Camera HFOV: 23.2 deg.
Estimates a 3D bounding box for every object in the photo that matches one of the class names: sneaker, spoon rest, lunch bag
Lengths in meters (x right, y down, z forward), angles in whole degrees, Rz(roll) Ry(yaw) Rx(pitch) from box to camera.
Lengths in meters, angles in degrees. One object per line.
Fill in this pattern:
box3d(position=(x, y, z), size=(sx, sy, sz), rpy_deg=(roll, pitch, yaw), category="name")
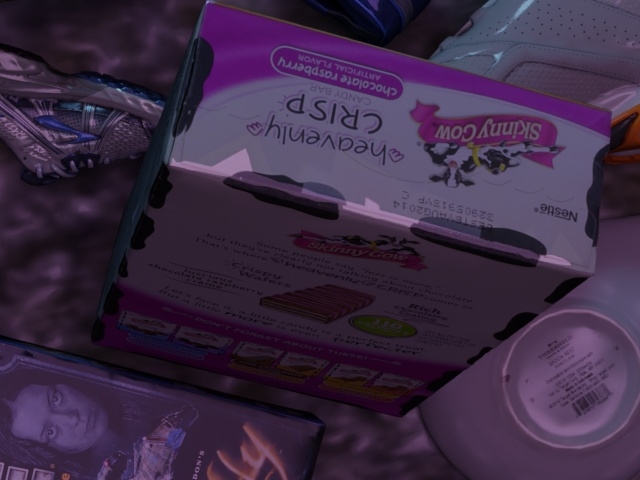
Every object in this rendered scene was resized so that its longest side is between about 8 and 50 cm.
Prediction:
box3d(position=(0.095, -0.088, 0.748), size=(0.262, 0.099, 0.121), rpy_deg=(-13, 84, -16), category="sneaker")
box3d(position=(0.175, 0.029, 0.773), size=(0.276, 0.084, 0.137), rpy_deg=(-31, 95, 5), category="spoon rest")
box3d(position=(0.010, -0.140, 0.733), size=(0.098, 0.067, 0.065), rpy_deg=(41, 84, 1), category="lunch bag")
box3d(position=(-0.115, -0.051, 0.728), size=(0.135, 0.052, 0.058), rpy_deg=(16, 98, -3), category="sneaker")

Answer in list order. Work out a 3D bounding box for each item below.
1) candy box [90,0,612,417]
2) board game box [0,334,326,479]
box3d(position=(0.000, 0.000, 0.649), size=(0.159, 0.233, 0.071), rpy_deg=(14, 69, -10), category="candy box")
box3d(position=(-0.109, 0.181, 0.731), size=(0.165, 0.042, 0.243), rpy_deg=(15, 88, -10), category="board game box")
